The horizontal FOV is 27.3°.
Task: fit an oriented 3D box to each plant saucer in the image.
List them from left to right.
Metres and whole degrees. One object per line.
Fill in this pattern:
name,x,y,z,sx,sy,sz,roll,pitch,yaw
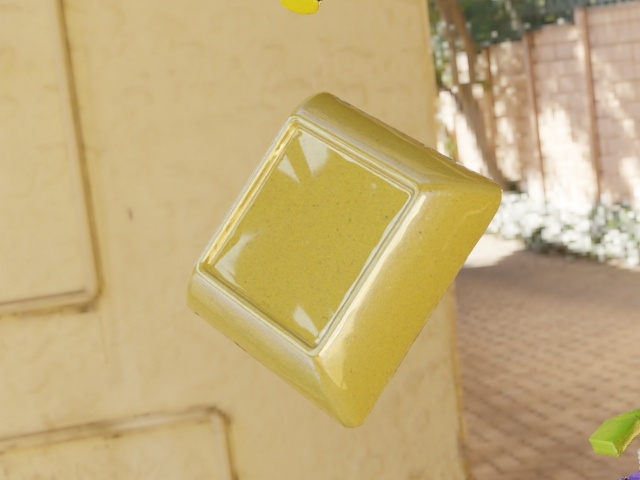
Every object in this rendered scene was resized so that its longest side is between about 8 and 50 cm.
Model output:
plant saucer,0.000,0.000,1.575,0.333,0.333,0.081,33,0,38

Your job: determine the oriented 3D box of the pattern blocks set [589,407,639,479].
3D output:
pattern blocks set,0.396,0.175,1.285,0.285,0.026,0.325,-16,9,47

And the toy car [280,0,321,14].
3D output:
toy car,-0.022,-0.408,1.522,0.239,0.225,0.053,-42,11,34
